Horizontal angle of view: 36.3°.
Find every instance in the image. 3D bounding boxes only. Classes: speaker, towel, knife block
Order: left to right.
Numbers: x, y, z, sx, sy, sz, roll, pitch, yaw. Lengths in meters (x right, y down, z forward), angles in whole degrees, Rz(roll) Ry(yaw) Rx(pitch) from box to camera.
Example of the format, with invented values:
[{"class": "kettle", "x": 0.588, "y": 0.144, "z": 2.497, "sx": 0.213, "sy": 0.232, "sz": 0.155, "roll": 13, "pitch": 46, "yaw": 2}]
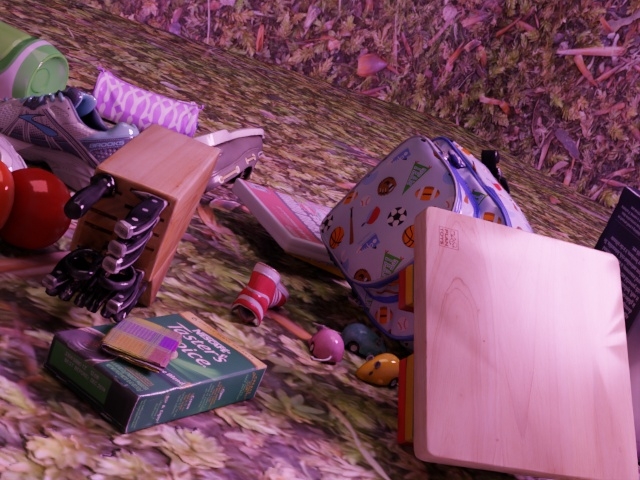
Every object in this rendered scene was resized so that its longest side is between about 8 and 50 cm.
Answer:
[{"class": "speaker", "x": -0.562, "y": -0.312, "z": 1.591, "sx": 0.296, "sy": 0.131, "sz": 0.131, "roll": 27, "pitch": 15, "yaw": 13}, {"class": "knife block", "x": -0.180, "y": -0.042, "z": 0.978, "sx": 0.088, "sy": 0.276, "sz": 0.242, "roll": 23, "pitch": -26, "yaw": -2}, {"class": "towel", "x": -0.157, "y": 0.090, "z": 0.859, "sx": 0.060, "sy": 0.009, "sz": 0.083, "roll": 21, "pitch": 15, "yaw": -1}]

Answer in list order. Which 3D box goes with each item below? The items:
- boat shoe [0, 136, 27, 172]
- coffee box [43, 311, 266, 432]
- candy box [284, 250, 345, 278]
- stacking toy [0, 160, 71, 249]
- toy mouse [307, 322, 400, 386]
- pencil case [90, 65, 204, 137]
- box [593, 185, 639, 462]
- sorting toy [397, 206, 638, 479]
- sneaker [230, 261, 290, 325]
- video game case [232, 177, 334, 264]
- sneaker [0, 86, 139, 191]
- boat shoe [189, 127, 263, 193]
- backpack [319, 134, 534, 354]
[{"class": "boat shoe", "x": -0.418, "y": -0.109, "z": 1.236, "sx": 0.184, "sy": 0.066, "sz": 0.063, "roll": 29, "pitch": -6, "yaw": 44}, {"class": "coffee box", "x": -0.146, "y": 0.114, "z": 0.891, "sx": 0.113, "sy": 0.040, "sz": 0.184, "roll": 31, "pitch": 17, "yaw": 28}, {"class": "candy box", "x": 0.000, "y": 0.000, "z": 1.521, "sx": 0.105, "sy": 0.027, "sz": 0.206, "roll": 26, "pitch": 15, "yaw": -5}, {"class": "stacking toy", "x": -0.391, "y": -0.057, "z": 0.970, "sx": 0.330, "sy": 0.141, "sz": 0.141, "roll": 13, "pitch": 18, "yaw": -46}, {"class": "toy mouse", "x": 0.035, "y": 0.121, "z": 1.149, "sx": 0.161, "sy": 0.031, "sz": 0.143, "roll": 10, "pitch": 19, "yaw": -39}, {"class": "pencil case", "x": -0.316, "y": -0.237, "z": 1.764, "sx": 0.206, "sy": 0.088, "sz": 0.086, "roll": 18, "pitch": 16, "yaw": -15}, {"class": "box", "x": 0.474, "y": 0.133, "z": 1.239, "sx": 0.296, "sy": 0.294, "sz": 0.183, "roll": 19, "pitch": 18, "yaw": -13}, {"class": "sorting toy", "x": 0.197, "y": 0.122, "z": 1.033, "sx": 0.255, "sy": 0.257, "sz": 0.089, "roll": 13, "pitch": -26, "yaw": -23}, {"class": "sneaker", "x": -0.072, "y": 0.073, "z": 1.160, "sx": 0.042, "sy": 0.067, "sz": 0.118, "roll": 25, "pitch": -15, "yaw": 15}, {"class": "video game case", "x": 0.023, "y": -0.008, "z": 1.480, "sx": 0.285, "sy": 0.025, "sz": 0.204, "roll": 17, "pitch": 18, "yaw": -35}, {"class": "sneaker", "x": -0.370, "y": -0.165, "z": 1.368, "sx": 0.283, "sy": 0.122, "sz": 0.110, "roll": 26, "pitch": 15, "yaw": 11}, {"class": "boat shoe", "x": -0.161, "y": -0.136, "z": 1.638, "sx": 0.109, "sy": 0.091, "sz": 0.305, "roll": -12, "pitch": 6, "yaw": 14}, {"class": "backpack", "x": 0.146, "y": 0.016, "z": 1.235, "sx": 0.213, "sy": 0.276, "sz": 0.263, "roll": 28, "pitch": 20, "yaw": -45}]
